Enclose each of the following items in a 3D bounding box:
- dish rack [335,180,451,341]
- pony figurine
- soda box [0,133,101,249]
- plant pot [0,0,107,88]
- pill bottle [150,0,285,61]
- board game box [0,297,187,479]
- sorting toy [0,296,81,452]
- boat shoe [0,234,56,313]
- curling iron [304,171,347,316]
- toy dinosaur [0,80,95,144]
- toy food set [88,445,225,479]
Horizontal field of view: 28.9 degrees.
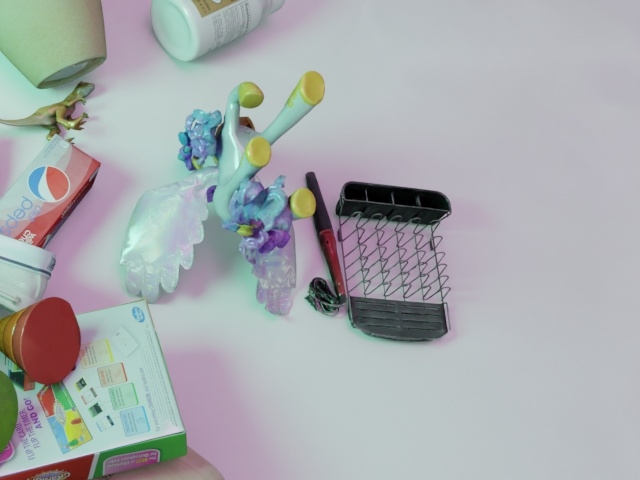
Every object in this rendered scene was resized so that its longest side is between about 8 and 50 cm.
[{"bbox_3d":[0.131,0.040,2.122,0.208,0.074,0.272,5,61,-20],"label":"dish rack"},{"bbox_3d":[-0.130,-0.074,1.950,0.302,0.363,0.351,11,75,-26],"label":"pony figurine"},{"bbox_3d":[-0.449,-0.037,1.911,0.092,0.083,0.263,33,55,-3],"label":"soda box"},{"bbox_3d":[-0.466,-0.397,2.031,0.256,0.256,0.274,-25,91,-32],"label":"plant pot"},{"bbox_3d":[-0.177,-0.419,2.209,0.229,0.131,0.131,-32,79,-34],"label":"pill bottle"},{"bbox_3d":[-0.369,0.223,1.736,0.316,0.064,0.242,-12,52,-14],"label":"board game box"},{"bbox_3d":[-0.471,0.207,1.639,0.126,0.127,0.365,5,39,31],"label":"sorting toy"},{"bbox_3d":[-0.568,0.039,1.733,0.367,0.136,0.156,18,81,-17],"label":"boat shoe"},{"bbox_3d":[0.000,0.000,2.110,0.068,0.035,0.274,5,61,-21],"label":"curling iron"},{"bbox_3d":[-0.448,-0.198,2.026,0.112,0.064,0.211,39,43,23],"label":"toy dinosaur"},{"bbox_3d":[-0.311,0.350,1.764,0.306,0.092,0.220,34,55,8],"label":"toy food set"}]
